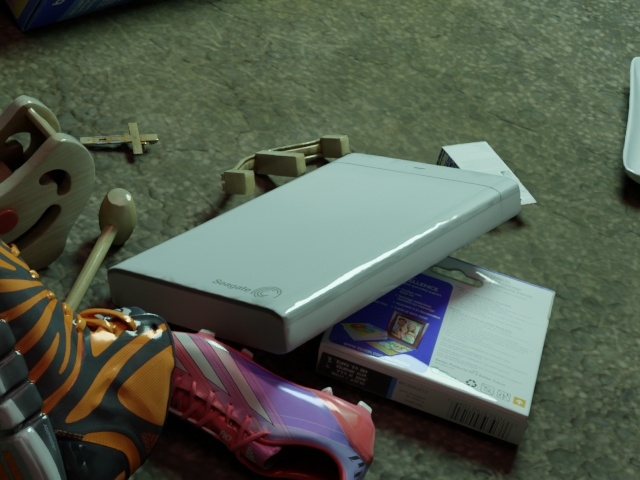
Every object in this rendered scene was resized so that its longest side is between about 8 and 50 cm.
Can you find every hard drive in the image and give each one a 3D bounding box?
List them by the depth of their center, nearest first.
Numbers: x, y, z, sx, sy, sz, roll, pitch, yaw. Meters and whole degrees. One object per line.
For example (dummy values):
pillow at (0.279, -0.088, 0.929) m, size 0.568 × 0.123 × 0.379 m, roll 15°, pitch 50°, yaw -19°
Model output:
hard drive at (0.000, 0.000, 1.475) m, size 0.233 × 0.047 × 0.353 m, roll 12°, pitch 29°, yaw 40°

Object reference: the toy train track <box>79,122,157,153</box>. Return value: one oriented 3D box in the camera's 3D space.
toy train track at (-0.218, -0.105, 1.628) m, size 0.083 × 0.014 × 0.048 m, roll -3°, pitch 48°, yaw -14°

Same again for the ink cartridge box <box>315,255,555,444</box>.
ink cartridge box at (0.117, 0.089, 1.474) m, size 0.206 × 0.045 × 0.208 m, roll 19°, pitch 36°, yaw 5°

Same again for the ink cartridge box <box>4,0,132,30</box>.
ink cartridge box at (-0.288, -0.422, 1.811) m, size 0.395 × 0.151 × 0.270 m, roll -23°, pitch 79°, yaw -41°

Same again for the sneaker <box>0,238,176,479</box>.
sneaker at (-0.236, 0.062, 1.237) m, size 0.180 × 0.124 × 0.321 m, roll -29°, pitch 100°, yaw -42°

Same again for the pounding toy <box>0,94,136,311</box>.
pounding toy at (-0.276, -0.024, 1.390) m, size 0.269 × 0.154 × 0.155 m, roll -19°, pitch 49°, yaw -36°

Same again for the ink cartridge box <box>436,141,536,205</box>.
ink cartridge box at (0.187, -0.065, 1.707) m, size 0.063 × 0.029 × 0.115 m, roll -9°, pitch 45°, yaw -29°

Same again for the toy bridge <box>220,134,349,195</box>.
toy bridge at (-0.045, -0.084, 1.632) m, size 0.063 × 0.026 × 0.188 m, roll 6°, pitch 19°, yaw 37°

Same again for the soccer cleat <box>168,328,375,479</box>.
soccer cleat at (-0.072, 0.150, 1.311) m, size 0.248 × 0.083 × 0.095 m, roll 21°, pitch 43°, yaw 2°

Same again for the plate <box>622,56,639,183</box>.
plate at (0.505, -0.108, 1.859) m, size 0.278 × 0.045 × 0.277 m, roll 17°, pitch 39°, yaw 2°
